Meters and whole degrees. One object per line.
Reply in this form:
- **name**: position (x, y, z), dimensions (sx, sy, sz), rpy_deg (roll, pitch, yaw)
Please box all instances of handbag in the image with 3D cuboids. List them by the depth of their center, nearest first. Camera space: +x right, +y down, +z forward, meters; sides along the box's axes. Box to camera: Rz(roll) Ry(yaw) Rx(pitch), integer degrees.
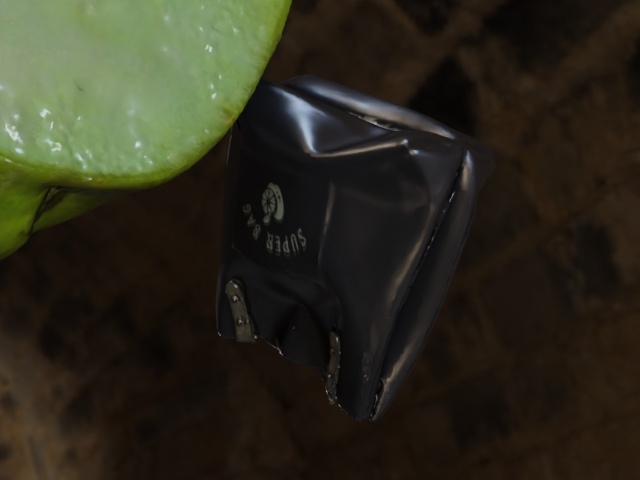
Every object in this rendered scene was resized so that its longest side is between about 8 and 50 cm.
- **handbag**: position (0.000, 0.000, 1.717), dimensions (0.342, 0.152, 0.288), rpy_deg (26, -69, 49)

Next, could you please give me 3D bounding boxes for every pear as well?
- **pear**: position (-0.172, -0.112, 1.001), dimensions (0.176, 0.286, 0.282), rpy_deg (-27, -128, 51)
